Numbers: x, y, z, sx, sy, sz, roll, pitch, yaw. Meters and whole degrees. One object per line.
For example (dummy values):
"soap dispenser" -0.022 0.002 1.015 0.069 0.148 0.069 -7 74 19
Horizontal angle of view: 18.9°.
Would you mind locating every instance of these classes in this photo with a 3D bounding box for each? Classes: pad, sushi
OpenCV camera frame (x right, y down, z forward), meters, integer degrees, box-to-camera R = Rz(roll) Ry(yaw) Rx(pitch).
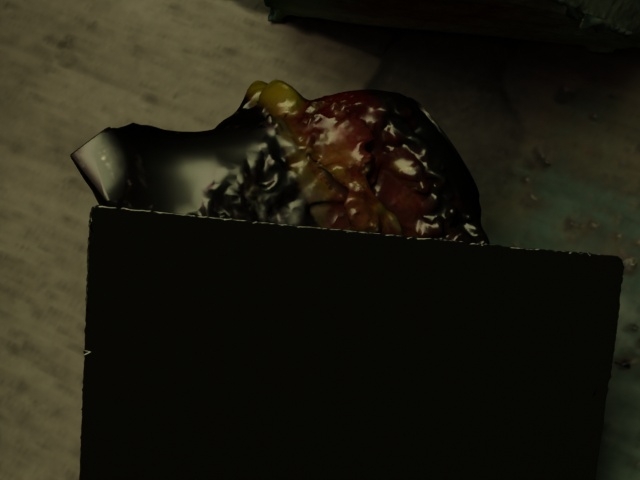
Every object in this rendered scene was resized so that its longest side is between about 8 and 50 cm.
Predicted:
"pad" 0.010 0.071 0.887 0.243 0.004 0.163 6 108 3
"sushi" 0.000 0.000 0.948 0.150 0.153 0.172 -37 76 -7

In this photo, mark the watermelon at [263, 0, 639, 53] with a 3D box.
"watermelon" 0.120 -0.198 0.997 0.387 0.258 0.228 -10 65 65
